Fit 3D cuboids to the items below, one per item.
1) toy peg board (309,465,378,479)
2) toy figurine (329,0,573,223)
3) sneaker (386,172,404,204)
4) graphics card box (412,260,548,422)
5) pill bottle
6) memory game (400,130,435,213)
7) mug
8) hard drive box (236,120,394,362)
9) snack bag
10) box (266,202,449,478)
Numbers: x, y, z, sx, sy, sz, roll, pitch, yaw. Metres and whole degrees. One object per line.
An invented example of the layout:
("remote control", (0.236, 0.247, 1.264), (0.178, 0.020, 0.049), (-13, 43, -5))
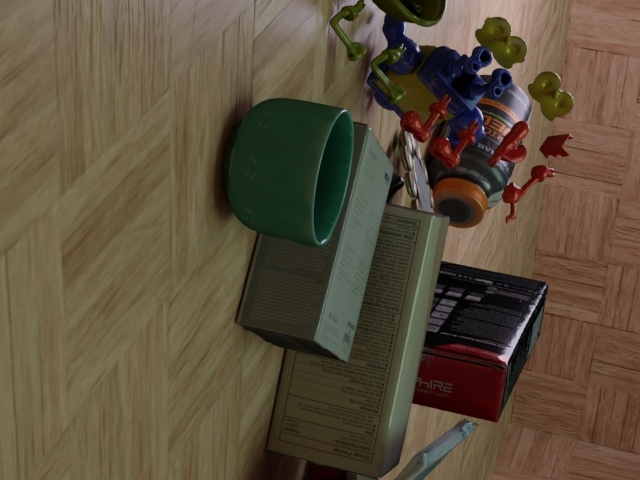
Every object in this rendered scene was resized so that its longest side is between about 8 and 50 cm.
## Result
("toy peg board", (0.026, 0.297, 2.081), (0.161, 0.079, 0.161), (36, 51, -76))
("toy figurine", (0.105, -0.186, 1.853), (0.362, 0.217, 0.191), (42, 67, -23))
("sneaker", (0.060, -0.001, 1.914), (0.067, 0.078, 0.188), (25, 78, -76))
("graphics card box", (0.176, 0.127, 2.165), (0.371, 0.232, 0.094), (-46, 145, -67))
("pill bottle", (0.244, -0.135, 2.429), (0.130, 0.130, 0.246), (85, 21, -50))
("memory game", (0.138, -0.070, 2.163), (0.186, 0.012, 0.186), (-13, 90, -78))
("mug", (-0.035, -0.055, 1.447), (0.129, 0.097, 0.158), (-49, 149, -64))
("hard drive box", (0.000, 0.000, 1.650), (0.181, 0.089, 0.232), (48, 56, -74))
("snack bag", (0.033, 0.339, 1.823), (0.342, 0.037, 0.323), (-45, 169, 12))
("box", (0.046, 0.108, 1.815), (0.121, 0.148, 0.311), (-1, 104, -75))
